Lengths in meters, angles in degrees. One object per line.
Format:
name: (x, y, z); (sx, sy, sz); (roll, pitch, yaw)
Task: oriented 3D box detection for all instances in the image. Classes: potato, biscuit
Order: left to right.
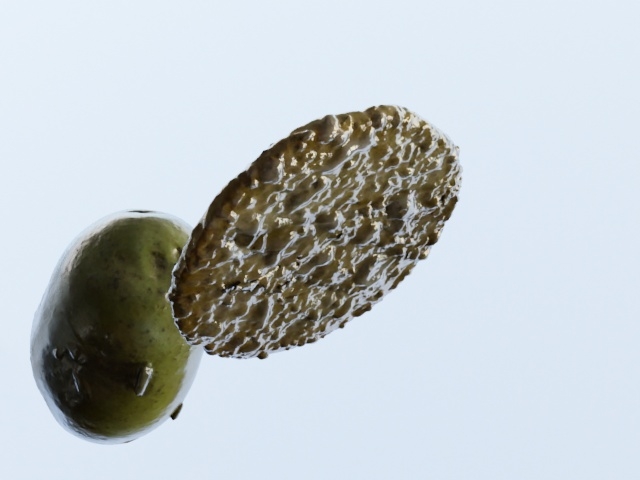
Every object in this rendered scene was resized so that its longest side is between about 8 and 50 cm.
potato: (-0.188, 0.083, 1.090); (0.148, 0.228, 0.197); (-17, -101, -39)
biscuit: (-0.001, -0.001, 0.766); (0.219, 0.220, 0.033); (-28, -124, -12)
